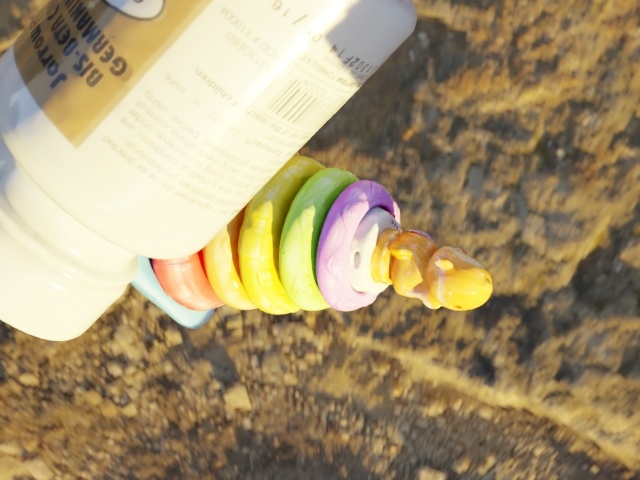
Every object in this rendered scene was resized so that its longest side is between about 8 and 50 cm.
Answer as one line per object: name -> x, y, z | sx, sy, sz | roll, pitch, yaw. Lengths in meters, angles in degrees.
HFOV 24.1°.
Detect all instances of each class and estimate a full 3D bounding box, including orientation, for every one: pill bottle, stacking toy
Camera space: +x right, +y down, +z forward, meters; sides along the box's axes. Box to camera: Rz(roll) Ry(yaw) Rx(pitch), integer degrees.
pill bottle -> -0.077, -0.066, 0.695 | 0.229, 0.131, 0.131 | -45, 75, 16
stacking toy -> 0.000, 0.000, 1.188 | 0.301, 0.175, 0.166 | 13, 70, 29
